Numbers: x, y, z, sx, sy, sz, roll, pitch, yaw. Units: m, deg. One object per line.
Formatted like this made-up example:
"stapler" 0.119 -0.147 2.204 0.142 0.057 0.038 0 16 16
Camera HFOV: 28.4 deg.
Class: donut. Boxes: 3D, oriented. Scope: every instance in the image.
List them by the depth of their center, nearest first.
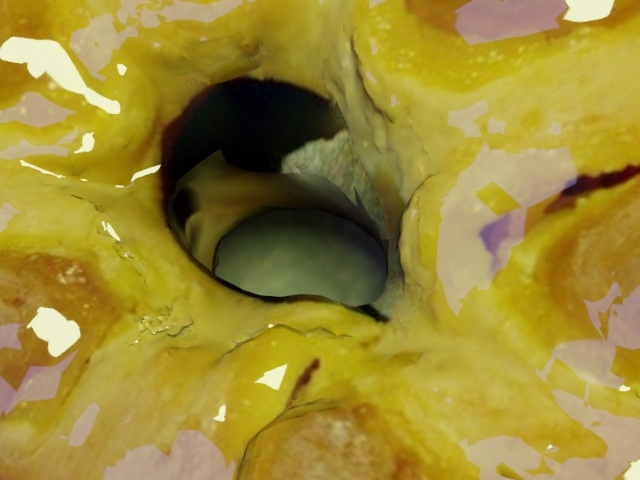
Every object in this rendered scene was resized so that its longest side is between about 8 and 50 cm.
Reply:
"donut" 0.000 0.000 0.417 0.299 0.150 0.317 -22 67 6
